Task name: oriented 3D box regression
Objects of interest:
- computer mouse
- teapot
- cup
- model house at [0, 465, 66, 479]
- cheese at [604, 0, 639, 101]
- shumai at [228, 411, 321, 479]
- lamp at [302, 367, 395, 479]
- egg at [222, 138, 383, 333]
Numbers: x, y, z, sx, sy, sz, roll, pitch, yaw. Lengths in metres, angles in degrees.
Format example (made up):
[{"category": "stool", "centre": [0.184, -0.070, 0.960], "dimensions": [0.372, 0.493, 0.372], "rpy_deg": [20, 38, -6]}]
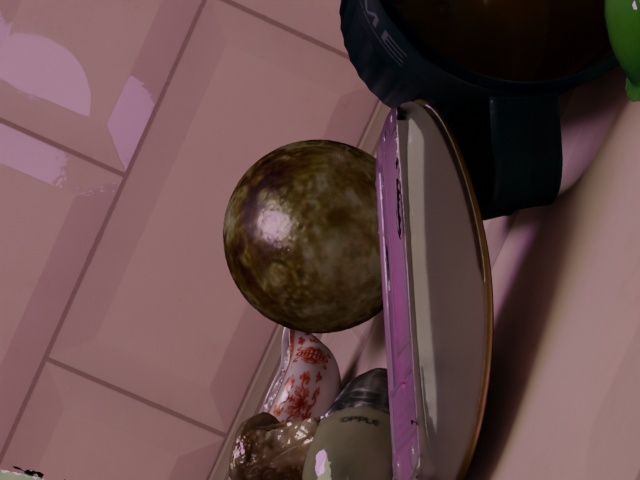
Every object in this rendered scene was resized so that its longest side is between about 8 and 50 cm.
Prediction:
[{"category": "computer mouse", "centre": [0.086, 0.047, 0.921], "dimensions": [0.158, 0.072, 0.310], "rpy_deg": [106, 162, -70]}, {"category": "teapot", "centre": [-0.037, 0.219, 1.583], "dimensions": [0.159, 0.116, 0.245], "rpy_deg": [-32, 30, 59]}, {"category": "cup", "centre": [0.155, -0.196, 1.030], "dimensions": [0.242, 0.308, 0.292], "rpy_deg": [-34, 1, -5]}, {"category": "model house", "centre": [-0.247, 0.443, 1.499], "dimensions": [0.313, 0.358, 0.242], "rpy_deg": [41, -122, -54]}, {"category": "cheese", "centre": [0.232, -0.174, 0.665], "dimensions": [0.204, 0.083, 0.320], "rpy_deg": [-64, 2, -5]}, {"category": "shumai", "centre": [-0.027, 0.250, 1.379], "dimensions": [0.116, 0.145, 0.145], "rpy_deg": [-21, 29, 26]}, {"category": "lamp", "centre": [0.039, 0.174, 1.008], "dimensions": [0.101, 0.101, 0.250], "rpy_deg": [-64, 1, 27]}, {"category": "egg", "centre": [0.000, 0.000, 1.491], "dimensions": [0.289, 0.238, 0.238], "rpy_deg": [-112, 45, -72]}]
